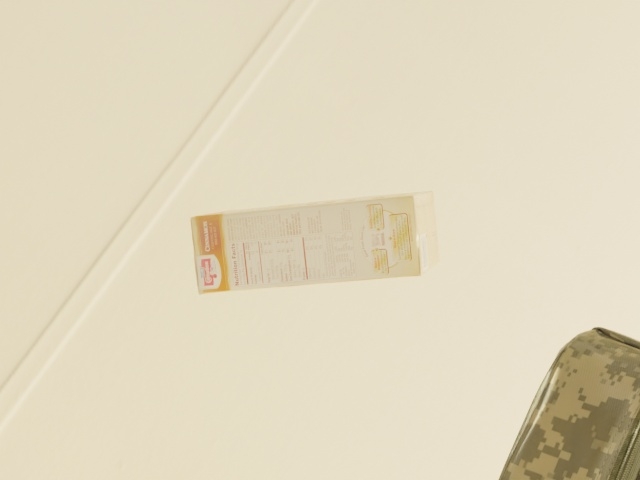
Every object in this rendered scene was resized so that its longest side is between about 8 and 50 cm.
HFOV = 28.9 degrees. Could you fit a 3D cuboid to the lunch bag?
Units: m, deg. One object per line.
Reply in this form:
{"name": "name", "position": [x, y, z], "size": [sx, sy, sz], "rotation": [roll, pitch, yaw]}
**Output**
{"name": "lunch bag", "position": [0.313, 0.215, 1.000], "size": [0.256, 0.305, 0.213], "rotation": [22, -90, 33]}

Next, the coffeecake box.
{"name": "coffeecake box", "position": [0.000, 0.000, 1.059], "size": [0.185, 0.142, 0.068], "rotation": [-5, -87, 12]}
